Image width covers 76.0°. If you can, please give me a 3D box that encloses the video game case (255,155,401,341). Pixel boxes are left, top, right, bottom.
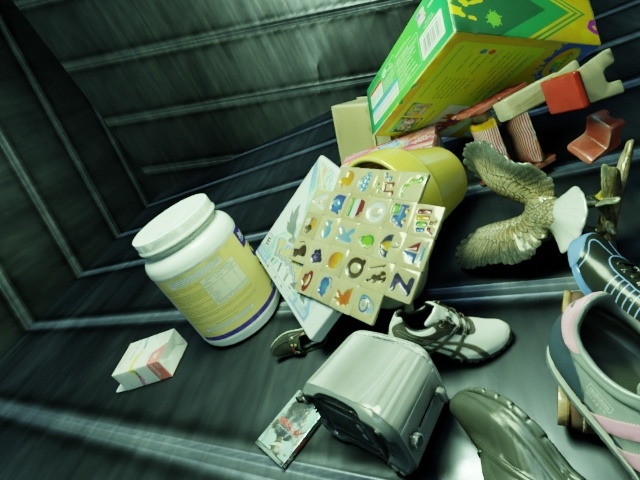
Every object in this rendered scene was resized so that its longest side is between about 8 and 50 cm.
[{"bbox_3d":[0.000,0.000,0.901,0.300,0.036,0.329,-55,41,12],"label":"video game case"}]

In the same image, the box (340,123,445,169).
[{"bbox_3d":[0.217,-0.199,1.204,0.299,0.154,0.142,-16,29,30],"label":"box"}]

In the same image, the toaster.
[{"bbox_3d":[0.080,0.232,0.630,0.226,0.129,0.146,0,36,50],"label":"toaster"}]

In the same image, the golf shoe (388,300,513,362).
[{"bbox_3d":[0.208,0.142,0.657,0.198,0.094,0.077,-7,34,5],"label":"golf shoe"}]

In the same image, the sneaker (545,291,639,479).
[{"bbox_3d":[0.341,0.183,0.374,0.112,0.131,0.319,-28,44,-7],"label":"sneaker"}]

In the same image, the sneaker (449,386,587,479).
[{"bbox_3d":[0.221,0.275,0.441,0.130,0.109,0.286,-40,25,-4],"label":"sneaker"}]

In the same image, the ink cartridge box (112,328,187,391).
[{"bbox_3d":[-0.471,0.324,1.099,0.198,0.067,0.115,-22,28,18],"label":"ink cartridge box"}]

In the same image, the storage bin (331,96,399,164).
[{"bbox_3d":[0.169,-0.352,1.406,0.123,0.261,0.262,-21,23,-20],"label":"storage bin"}]

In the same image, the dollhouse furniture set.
[{"bbox_3d":[0.442,-0.224,0.861,0.152,0.201,0.374,-28,11,4],"label":"dollhouse furniture set"}]

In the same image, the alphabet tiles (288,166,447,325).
[{"bbox_3d":[0.070,-0.006,0.797,0.342,0.011,0.285,16,84,49],"label":"alphabet tiles"}]

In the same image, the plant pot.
[{"bbox_3d":[0.214,-0.110,0.977,0.238,0.254,0.254,-27,22,-30],"label":"plant pot"}]

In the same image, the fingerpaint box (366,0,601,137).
[{"bbox_3d":[0.373,-0.439,1.059,0.370,0.163,0.445,-3,-12,-14],"label":"fingerpaint box"}]

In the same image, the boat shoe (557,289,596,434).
[{"bbox_3d":[0.356,0.155,0.544,0.073,0.073,0.207,-2,46,32],"label":"boat shoe"}]

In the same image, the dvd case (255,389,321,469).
[{"bbox_3d":[-0.049,0.328,0.721,0.119,0.013,0.087,-45,30,-25],"label":"dvd case"}]

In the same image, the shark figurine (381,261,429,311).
[{"bbox_3d":[0.155,0.096,0.855,0.116,0.166,0.278,-16,-2,-31],"label":"shark figurine"}]

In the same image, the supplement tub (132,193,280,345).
[{"bbox_3d":[-0.280,0.075,1.036,0.240,0.331,0.241,-24,27,13],"label":"supplement tub"}]

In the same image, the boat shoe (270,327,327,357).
[{"bbox_3d":[-0.047,0.217,0.869,0.132,0.049,0.042,-22,19,7],"label":"boat shoe"}]

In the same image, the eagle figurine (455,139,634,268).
[{"bbox_3d":[0.379,-0.055,0.762,0.298,0.225,0.226,10,57,38],"label":"eagle figurine"}]

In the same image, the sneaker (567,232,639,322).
[{"bbox_3d":[0.403,0.076,0.510,0.081,0.090,0.233,0,56,-17],"label":"sneaker"}]
